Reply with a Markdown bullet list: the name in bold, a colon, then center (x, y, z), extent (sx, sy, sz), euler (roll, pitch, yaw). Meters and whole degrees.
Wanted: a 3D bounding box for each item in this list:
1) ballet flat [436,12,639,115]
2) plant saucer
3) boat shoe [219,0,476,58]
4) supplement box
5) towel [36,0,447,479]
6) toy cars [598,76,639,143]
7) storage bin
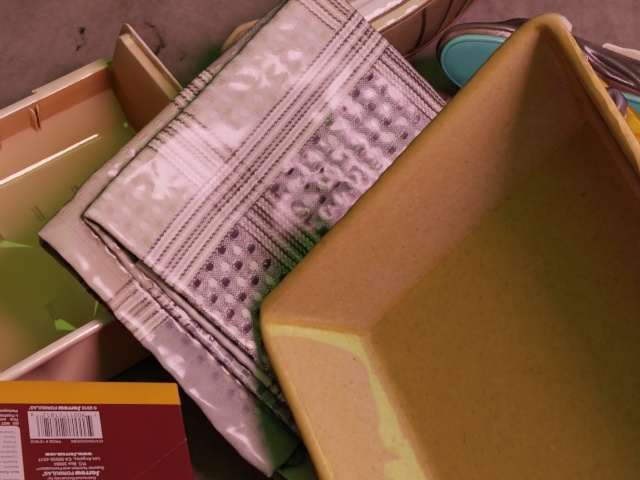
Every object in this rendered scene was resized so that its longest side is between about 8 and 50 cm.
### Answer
- **ballet flat**: center (0.244, -0.155, 1.224), extent (0.280, 0.095, 0.096), euler (21, 47, -6)
- **plant saucer**: center (0.129, 0.091, 0.786), extent (0.081, 0.333, 0.333), euler (1, 53, -41)
- **boat shoe**: center (0.042, -0.220, 1.218), extent (0.302, 0.113, 0.103), euler (-35, 74, -24)
- **supplement box**: center (-0.186, 0.210, 0.864), extent (0.191, 0.129, 0.194), euler (4, 47, -23)
- **towel**: center (0.000, 0.000, 0.981), extent (0.312, 0.056, 0.324), euler (46, 70, -12)
- **toy cars**: center (0.342, 0.025, 1.087), extent (0.394, 0.176, 0.087), euler (46, 106, 5)
- **storage bin**: center (-0.209, -0.019, 1.051), extent (0.262, 0.123, 0.260), euler (-30, 67, -23)
